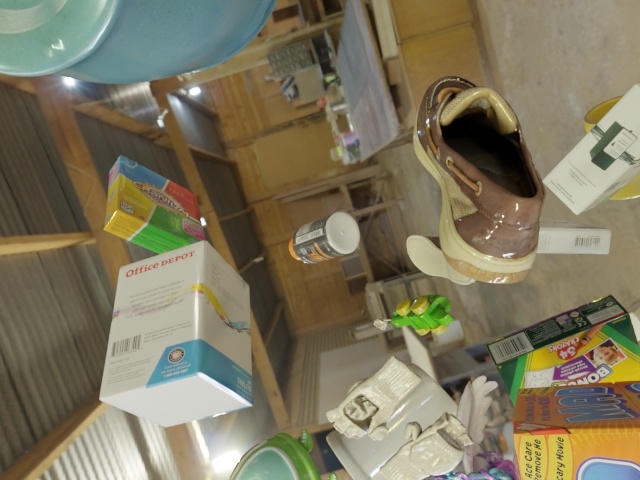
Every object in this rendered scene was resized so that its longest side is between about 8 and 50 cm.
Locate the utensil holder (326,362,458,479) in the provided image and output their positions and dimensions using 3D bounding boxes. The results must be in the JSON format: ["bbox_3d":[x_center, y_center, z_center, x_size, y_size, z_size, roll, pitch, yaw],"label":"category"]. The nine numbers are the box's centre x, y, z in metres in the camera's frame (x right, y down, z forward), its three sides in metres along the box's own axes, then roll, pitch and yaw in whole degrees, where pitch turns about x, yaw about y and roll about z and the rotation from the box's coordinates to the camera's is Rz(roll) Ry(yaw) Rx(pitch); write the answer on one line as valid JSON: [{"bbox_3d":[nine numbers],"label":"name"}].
[{"bbox_3d":[0.268,0.648,1.681,0.328,0.385,0.328,48,171,10],"label":"utensil holder"}]

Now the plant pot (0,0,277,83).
[{"bbox_3d":[-0.178,-0.246,0.395,0.255,0.271,0.272,-75,-29,-60],"label":"plant pot"}]

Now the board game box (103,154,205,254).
[{"bbox_3d":[-0.429,-0.080,1.330,0.242,0.064,0.317,29,-161,-33],"label":"board game box"}]

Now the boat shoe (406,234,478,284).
[{"bbox_3d":[0.375,0.045,1.513,0.324,0.096,0.117,25,127,63],"label":"boat shoe"}]

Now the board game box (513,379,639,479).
[{"bbox_3d":[0.517,0.427,0.787,0.356,0.355,0.357,13,-112,-67],"label":"board game box"}]

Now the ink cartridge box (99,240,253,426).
[{"bbox_3d":[-0.260,0.179,0.976,0.197,0.198,0.270,57,-159,-51],"label":"ink cartridge box"}]

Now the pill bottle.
[{"bbox_3d":[0.000,0.000,1.585,0.245,0.130,0.131,-19,87,53],"label":"pill bottle"}]

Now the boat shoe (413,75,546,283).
[{"bbox_3d":[0.176,-0.114,0.566,0.342,0.123,0.123,-82,-4,-47],"label":"boat shoe"}]

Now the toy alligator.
[{"bbox_3d":[0.147,0.109,0.788,0.056,0.051,0.189,45,155,-11],"label":"toy alligator"}]

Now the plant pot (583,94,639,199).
[{"bbox_3d":[0.906,-0.289,1.520,0.239,0.253,0.254,56,-172,-22],"label":"plant pot"}]

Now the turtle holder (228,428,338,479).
[{"bbox_3d":[-0.097,0.646,1.231,0.243,0.227,0.321,-41,65,52],"label":"turtle holder"}]

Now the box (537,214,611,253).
[{"bbox_3d":[0.455,-0.025,1.171,0.322,0.232,0.059,-132,43,-79],"label":"box"}]

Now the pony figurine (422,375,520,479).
[{"bbox_3d":[0.365,0.549,1.180,0.302,0.363,0.351,42,-140,7],"label":"pony figurine"}]

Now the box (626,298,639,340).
[{"bbox_3d":[1.173,0.279,1.860,0.094,0.275,0.113,57,137,19],"label":"box"}]

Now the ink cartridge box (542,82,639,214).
[{"bbox_3d":[0.497,-0.153,0.845,0.087,0.153,0.208,53,135,22],"label":"ink cartridge box"}]

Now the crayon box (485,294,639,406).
[{"bbox_3d":[0.698,0.362,1.431,0.313,0.362,0.106,59,-167,-23],"label":"crayon box"}]

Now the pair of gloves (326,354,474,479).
[{"bbox_3d":[0.152,0.362,0.975,0.240,0.204,0.042,48,-159,1],"label":"pair of gloves"}]
